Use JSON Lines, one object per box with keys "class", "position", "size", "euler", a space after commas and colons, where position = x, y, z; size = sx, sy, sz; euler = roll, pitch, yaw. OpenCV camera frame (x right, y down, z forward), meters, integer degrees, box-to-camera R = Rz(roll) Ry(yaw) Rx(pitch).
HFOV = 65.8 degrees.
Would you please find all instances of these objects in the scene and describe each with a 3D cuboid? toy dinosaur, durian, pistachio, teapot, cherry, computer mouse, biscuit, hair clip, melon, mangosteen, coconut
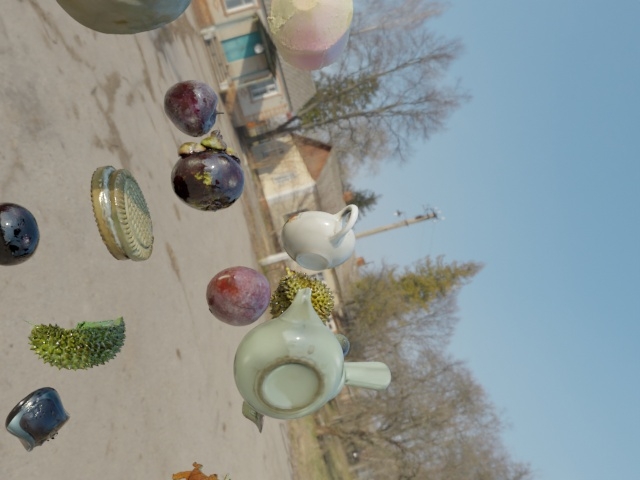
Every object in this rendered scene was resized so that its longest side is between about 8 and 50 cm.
{"class": "toy dinosaur", "position": [-0.281, 0.573, 1.151], "size": [0.212, 0.142, 0.057], "euler": [169, -83, -80]}
{"class": "durian", "position": [-0.821, 0.346, 1.711], "size": [0.356, 0.170, 0.157], "euler": [9, 102, -54]}
{"class": "pistachio", "position": [-0.338, -0.440, 0.853], "size": [0.138, 0.238, 0.153], "euler": [42, -40, 43]}
{"class": "teapot", "position": [-0.020, 0.260, 0.962], "size": [0.318, 0.220, 0.149], "euler": [48, 11, -25]}
{"class": "teapot", "position": [0.000, 0.000, 0.946], "size": [0.226, 0.145, 0.092], "euler": [-31, -139, 48]}
{"class": "cherry", "position": [-0.245, 0.156, 1.466], "size": [0.249, 0.192, 0.175], "euler": [104, 2, -62]}
{"class": "computer mouse", "position": [-0.738, 0.482, 1.313], "size": [0.096, 0.137, 0.233], "euler": [40, -35, 16]}
{"class": "biscuit", "position": [-0.493, -0.066, 1.245], "size": [0.259, 0.079, 0.259], "euler": [168, -90, -86]}
{"class": "hair clip", "position": [-0.185, 0.491, 1.386], "size": [0.137, 0.022, 0.054], "euler": [9, -91, 58]}
{"class": "melon", "position": [0.035, 0.362, 1.652], "size": [0.162, 0.099, 0.099], "euler": [-11, 82, -50]}
{"class": "mangosteen", "position": [-1.045, -0.014, 1.597], "size": [0.250, 0.211, 0.211], "euler": [-16, 89, -49]}
{"class": "cherry", "position": [-0.445, -0.457, 1.708], "size": [0.195, 0.195, 0.195], "euler": [163, -90, -87]}
{"class": "mangosteen", "position": [-0.293, -0.186, 1.300], "size": [0.192, 0.192, 0.217], "euler": [86, 2, -76]}
{"class": "durian", "position": [-0.077, 0.245, 1.948], "size": [0.292, 0.258, 0.258], "euler": [105, -26, -45]}
{"class": "coconut", "position": [-0.028, -0.605, 1.355], "size": [0.245, 0.233, 0.233], "euler": [87, -13, -88]}
